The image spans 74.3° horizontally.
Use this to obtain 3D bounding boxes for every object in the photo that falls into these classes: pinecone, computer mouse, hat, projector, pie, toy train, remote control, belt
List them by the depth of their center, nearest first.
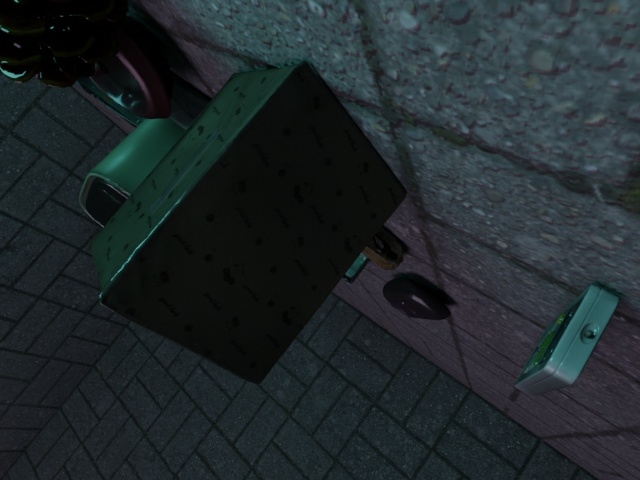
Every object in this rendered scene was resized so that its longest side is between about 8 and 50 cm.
[{"bbox_3d":[-0.318,-0.281,0.451,0.208,0.207,0.208,36,172,6],"label":"pinecone"},{"bbox_3d":[0.280,0.130,0.501,0.034,0.103,0.250,30,171,25],"label":"remote control"},{"bbox_3d":[-0.300,-0.283,0.658,0.206,0.089,0.205,31,156,16],"label":"hat"},{"bbox_3d":[-0.254,-0.245,0.763,0.302,0.072,0.087,35,174,13],"label":"belt"},{"bbox_3d":[0.054,-0.020,0.792,0.218,0.052,0.185,37,171,-12],"label":"pie"},{"bbox_3d":[-0.324,-0.115,0.916,0.248,0.249,0.249,41,148,-18],"label":"projector"},{"bbox_3d":[0.212,0.131,0.950,0.120,0.057,0.232,37,169,0],"label":"computer mouse"},{"bbox_3d":[-0.503,-0.367,1.081,0.409,0.089,0.086,36,-178,2],"label":"toy train"}]

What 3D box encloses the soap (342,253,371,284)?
[{"bbox_3d":[0.000,0.000,1.021,0.261,0.094,0.150,35,177,10],"label":"soap"}]

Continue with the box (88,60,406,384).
[{"bbox_3d":[-0.088,-0.026,0.521,0.225,0.297,0.190,43,173,-36],"label":"box"}]
